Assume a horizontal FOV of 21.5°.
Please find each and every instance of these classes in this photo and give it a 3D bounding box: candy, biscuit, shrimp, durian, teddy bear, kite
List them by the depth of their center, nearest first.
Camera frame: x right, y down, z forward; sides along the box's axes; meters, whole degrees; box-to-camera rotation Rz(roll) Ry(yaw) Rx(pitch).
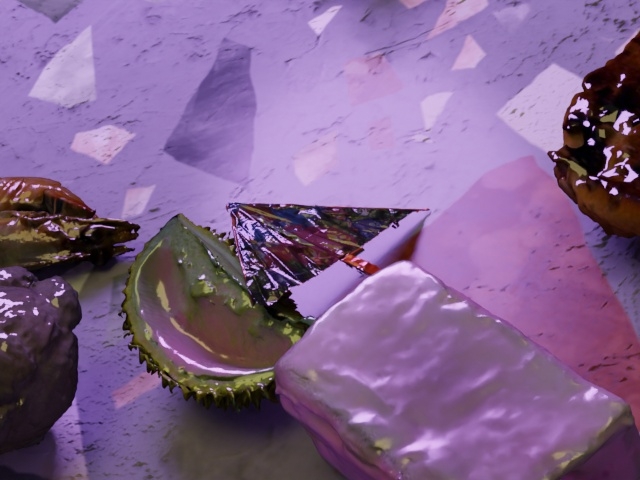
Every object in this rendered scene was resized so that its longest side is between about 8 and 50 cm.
[{"bbox_3d":[0.103,0.141,1.244,0.155,0.116,0.265,-39,44,-16],"label":"candy"},{"bbox_3d":[0.354,-0.100,1.379,0.334,0.081,0.289,-36,41,-15],"label":"biscuit"},{"bbox_3d":[-0.079,0.076,1.421,0.137,0.095,0.220,-53,46,-2],"label":"durian"},{"bbox_3d":[0.000,0.000,1.430,0.189,0.009,0.232,26,37,26],"label":"kite"},{"bbox_3d":[-0.320,0.111,1.467,0.267,0.151,0.236,2,52,31],"label":"teddy bear"},{"bbox_3d":[-0.287,-0.014,1.649,0.267,0.061,0.145,-1,39,30],"label":"shrimp"}]
